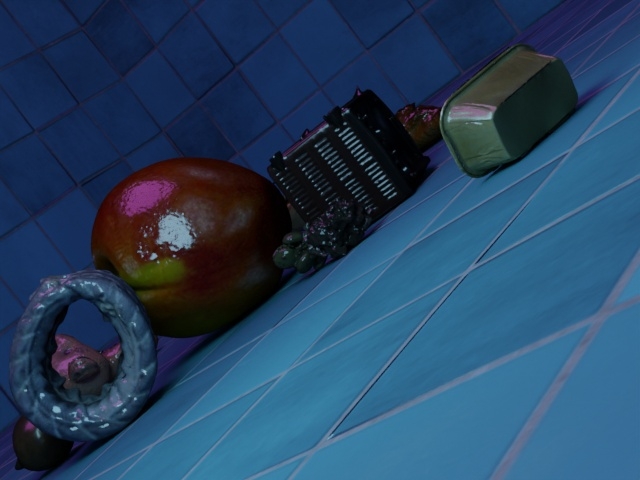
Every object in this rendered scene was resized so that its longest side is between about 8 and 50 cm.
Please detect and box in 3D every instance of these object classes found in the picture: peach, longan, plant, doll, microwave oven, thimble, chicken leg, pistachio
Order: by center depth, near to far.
[{"bbox_3d":[-0.336,0.158,1.695,0.205,0.236,0.172,-14,6,-6],"label":"thimble"},{"bbox_3d":[0.000,0.000,1.714,0.174,0.087,0.085,-30,-22,28],"label":"plant"},{"bbox_3d":[-0.422,0.303,1.810,0.113,0.092,0.113,-37,27,22],"label":"longan"},{"bbox_3d":[0.050,-0.123,1.881,0.188,0.178,0.247,-39,5,18],"label":"microwave oven"},{"bbox_3d":[-0.193,0.005,1.891,0.332,0.308,0.308,-20,-6,-34],"label":"peach"},{"bbox_3d":[0.219,-0.225,2.265,0.251,0.087,0.107,-18,40,57],"label":"chicken leg"},{"bbox_3d":[-0.444,0.230,2.328,0.201,0.156,0.303,-42,-2,29],"label":"doll"},{"bbox_3d":[-0.022,-0.082,2.496,0.149,0.113,0.113,-44,4,5],"label":"pistachio"}]

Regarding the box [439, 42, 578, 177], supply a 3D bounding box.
[{"bbox_3d":[0.218,-0.151,1.386,0.177,0.111,0.111,-39,5,-24],"label":"box"}]
